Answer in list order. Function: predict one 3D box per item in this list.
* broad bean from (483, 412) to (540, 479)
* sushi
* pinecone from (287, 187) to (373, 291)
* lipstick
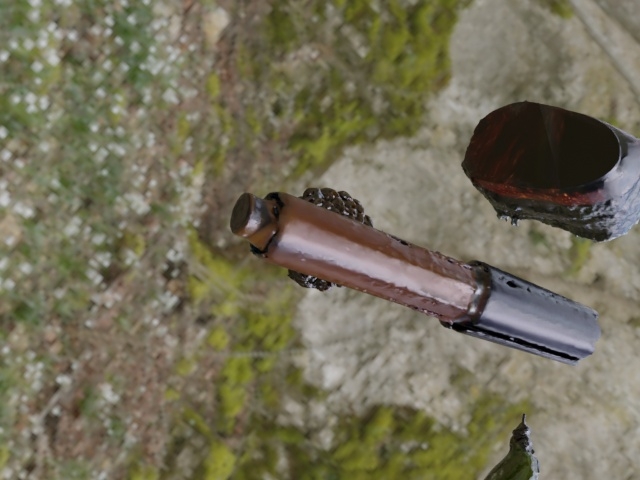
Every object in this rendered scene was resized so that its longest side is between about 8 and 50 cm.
[{"bbox_3d":[0.199,0.367,1.464,0.061,0.077,0.339,9,-94,67],"label":"broad bean"},{"bbox_3d":[0.292,-0.085,1.527,0.225,0.126,0.136,12,-105,38],"label":"sushi"},{"bbox_3d":[0.001,0.001,1.650,0.140,0.140,0.121,-60,180,-27],"label":"pinecone"},{"bbox_3d":[0.102,0.040,1.251,0.077,0.418,0.077,-42,-143,44],"label":"lipstick"}]
